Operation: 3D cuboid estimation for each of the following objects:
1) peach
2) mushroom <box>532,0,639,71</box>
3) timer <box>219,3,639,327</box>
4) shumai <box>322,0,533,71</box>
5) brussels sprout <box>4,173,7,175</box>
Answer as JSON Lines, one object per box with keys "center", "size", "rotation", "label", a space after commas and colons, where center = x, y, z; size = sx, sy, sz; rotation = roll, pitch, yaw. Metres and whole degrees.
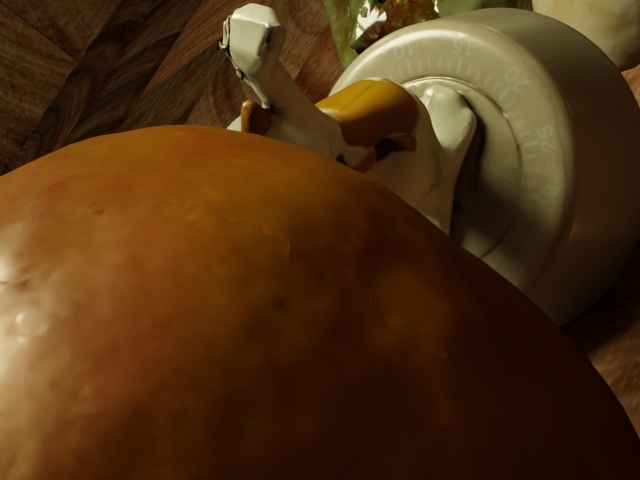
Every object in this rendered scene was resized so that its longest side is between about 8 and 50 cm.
{"center": [-0.044, 0.135, 0.705], "size": [0.343, 0.343, 0.302], "rotation": [-41, 17, 36], "label": "peach"}
{"center": [0.172, -0.203, 0.997], "size": [0.290, 0.292, 0.292], "rotation": [109, -178, -47], "label": "mushroom"}
{"center": [0.027, -0.032, 0.937], "size": [0.175, 0.175, 0.266], "rotation": [-45, -21, 25], "label": "timer"}
{"center": [0.082, -0.175, 1.301], "size": [0.256, 0.189, 0.218], "rotation": [-48, 14, 35], "label": "shumai"}
{"center": [-0.330, 0.124, 1.570], "size": [0.361, 0.342, 0.425], "rotation": [97, 157, -57], "label": "brussels sprout"}
